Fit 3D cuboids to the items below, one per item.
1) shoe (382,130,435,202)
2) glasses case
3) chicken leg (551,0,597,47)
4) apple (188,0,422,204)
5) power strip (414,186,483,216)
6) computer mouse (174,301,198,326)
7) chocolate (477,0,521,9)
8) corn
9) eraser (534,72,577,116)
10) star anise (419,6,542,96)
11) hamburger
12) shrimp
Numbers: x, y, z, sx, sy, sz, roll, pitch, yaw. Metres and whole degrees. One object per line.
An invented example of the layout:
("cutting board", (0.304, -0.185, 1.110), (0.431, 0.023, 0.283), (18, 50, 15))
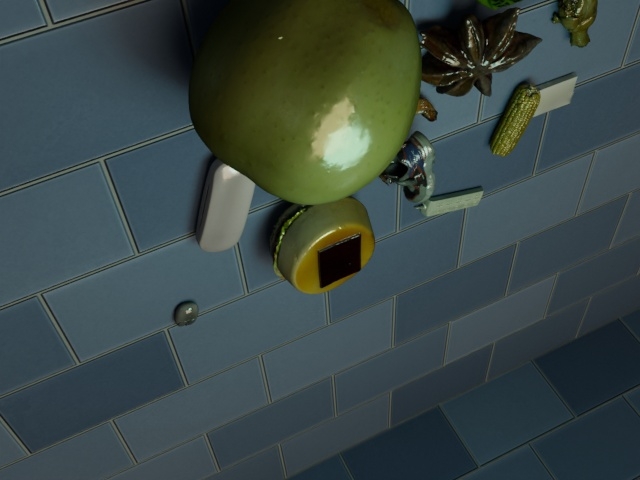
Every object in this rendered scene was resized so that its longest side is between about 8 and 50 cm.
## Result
("shoe", (0.225, -0.171, 1.984), (0.125, 0.099, 0.228), (-28, 140, -22))
("glasses case", (-0.230, -0.087, 1.862), (0.113, 0.075, 0.297), (-7, 136, -29))
("chicken leg", (0.654, -0.568, 1.965), (0.103, 0.088, 0.228), (-38, 151, -9))
("apple", (-0.019, -0.303, 1.477), (0.473, 0.474, 0.474), (-20, 142, -17))
("power strip", (0.395, -0.118, 2.328), (0.252, 0.027, 0.060), (-13, 139, -25))
("computer mouse", (-0.371, 0.210, 2.131), (0.066, 0.039, 0.096), (-8, 138, -29))
("chocolate", (0.387, -0.611, 1.557), (0.288, 0.137, 0.300), (6, 170, -41))
("corn", (0.546, -0.335, 2.149), (0.080, 0.080, 0.238), (-9, 136, -29))
("eraser", (0.658, -0.413, 2.187), (0.150, 0.023, 0.104), (-22, 143, -15))
("star anise", (0.374, -0.441, 1.828), (0.315, 0.108, 0.315), (-9, 152, -5))
("hamburger", (0.000, 0.000, 2.047), (0.300, 0.176, 0.300), (-20, 140, -17))
("shrimp", (0.215, -0.263, 2.007), (0.222, 0.054, 0.290), (-31, 144, -5))
